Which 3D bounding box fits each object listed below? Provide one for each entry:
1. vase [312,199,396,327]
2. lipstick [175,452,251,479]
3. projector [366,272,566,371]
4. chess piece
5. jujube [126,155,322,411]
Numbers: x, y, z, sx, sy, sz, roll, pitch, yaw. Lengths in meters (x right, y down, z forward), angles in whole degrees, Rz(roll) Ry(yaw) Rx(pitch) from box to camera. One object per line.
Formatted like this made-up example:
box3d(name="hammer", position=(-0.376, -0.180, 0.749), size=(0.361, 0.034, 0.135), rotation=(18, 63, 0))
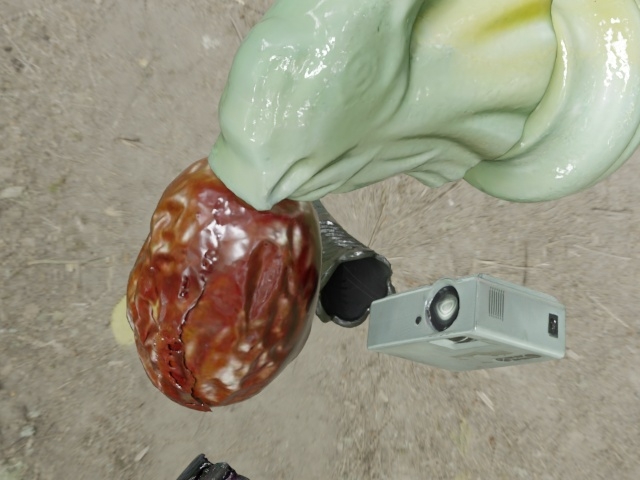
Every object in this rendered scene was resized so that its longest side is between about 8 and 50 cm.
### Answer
box3d(name="vase", position=(0.000, 0.000, 1.226), size=(0.115, 0.237, 0.116), rotation=(-13, 126, -18))
box3d(name="lipstick", position=(-0.190, 0.332, 0.679), size=(0.077, 0.077, 0.418), rotation=(39, 62, 3))
box3d(name="projector", position=(0.129, 0.075, 0.858), size=(0.115, 0.147, 0.061), rotation=(16, 69, -32))
box3d(name="chess piece", position=(0.069, -0.105, 0.571), size=(0.175, 0.298, 0.176), rotation=(6, 98, 44))
box3d(name="jujube", position=(-0.088, 0.042, 0.873), size=(0.183, 0.183, 0.243), rotation=(27, 121, 3))
